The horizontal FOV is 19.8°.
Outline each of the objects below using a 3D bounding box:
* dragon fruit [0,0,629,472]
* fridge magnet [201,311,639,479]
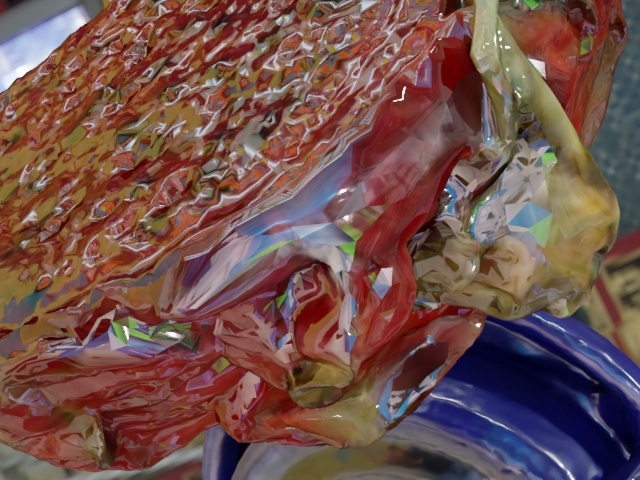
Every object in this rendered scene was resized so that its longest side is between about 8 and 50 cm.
[{"bbox_3d":[0.000,0.000,0.556,0.152,0.317,0.205,50,3,-26],"label":"dragon fruit"},{"bbox_3d":[0.060,0.142,0.872,0.265,0.265,0.112,63,32,-11],"label":"fridge magnet"}]
